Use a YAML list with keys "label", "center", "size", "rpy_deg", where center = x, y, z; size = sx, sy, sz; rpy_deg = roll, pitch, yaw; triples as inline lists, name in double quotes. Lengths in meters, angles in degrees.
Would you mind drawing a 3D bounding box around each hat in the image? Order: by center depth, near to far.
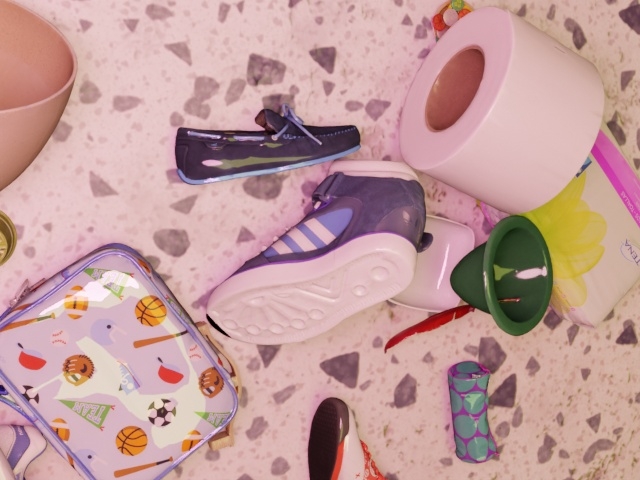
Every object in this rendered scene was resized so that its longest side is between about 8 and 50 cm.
- label: "hat"
  center: [0.214, 0.058, 1.302]
  size: [0.208, 0.183, 0.173]
  rpy_deg: [-16, 97, -45]

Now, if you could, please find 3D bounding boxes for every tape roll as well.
- label: "tape roll"
  center: [0.247, -0.178, 1.226]
  size: [0.169, 0.246, 0.246]
  rpy_deg: [24, 88, -25]

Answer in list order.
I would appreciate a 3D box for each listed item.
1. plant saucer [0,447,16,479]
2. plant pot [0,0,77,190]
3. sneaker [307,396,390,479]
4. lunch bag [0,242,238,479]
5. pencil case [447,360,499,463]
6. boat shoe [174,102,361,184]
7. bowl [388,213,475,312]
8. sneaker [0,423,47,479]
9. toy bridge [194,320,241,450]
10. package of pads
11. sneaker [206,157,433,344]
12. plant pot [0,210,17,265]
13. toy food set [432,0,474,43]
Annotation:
- label: "plant saucer"
  center: [-0.538, 0.332, 0.966]
  size: [0.400, 0.100, 0.401]
  rpy_deg: [0, 100, -1]
- label: "plant pot"
  center: [-0.425, -0.137, 0.954]
  size: [0.284, 0.284, 0.191]
  rpy_deg: [6, 127, -24]
- label: "sneaker"
  center: [0.063, 0.357, 1.313]
  size: [0.144, 0.090, 0.270]
  rpy_deg: [-3, 99, -27]
- label: "lunch bag"
  center: [-0.269, 0.164, 1.116]
  size: [0.243, 0.115, 0.303]
  rpy_deg: [-37, 103, -8]
- label: "pencil case"
  center: [0.242, 0.272, 1.387]
  size: [0.070, 0.064, 0.152]
  rpy_deg: [-6, 102, 3]
- label: "boat shoe"
  center: [-0.066, -0.136, 1.174]
  size: [0.258, 0.109, 0.089]
  rpy_deg: [-13, 99, -23]
- label: "bowl"
  center: [0.154, 0.032, 1.321]
  size: [0.141, 0.053, 0.142]
  rpy_deg: [13, 92, -24]
- label: "sneaker"
  center: [-0.396, 0.377, 1.104]
  size: [0.130, 0.112, 0.297]
  rpy_deg: [-3, 100, -23]
- label: "toy bridge"
  center: [-0.144, 0.203, 1.232]
  size: [0.063, 0.026, 0.188]
  rpy_deg: [-16, 103, -21]
- label: "package of pads"
  center: [0.406, -0.031, 1.394]
  size: [0.229, 0.101, 0.296]
  rpy_deg: [-45, 111, -12]
- label: "sneaker"
  center: [0.000, 0.000, 1.218]
  size: [0.322, 0.236, 0.130]
  rpy_deg: [-22, 126, 26]
- label: "plant pot"
  center: [-0.407, 0.003, 1.060]
  size: [0.083, 0.079, 0.083]
  rpy_deg: [-4, 100, -24]
- label: "toy food set"
  center: [0.203, -0.318, 1.308]
  size: [0.082, 0.020, 0.083]
  rpy_deg: [32, 85, -24]
